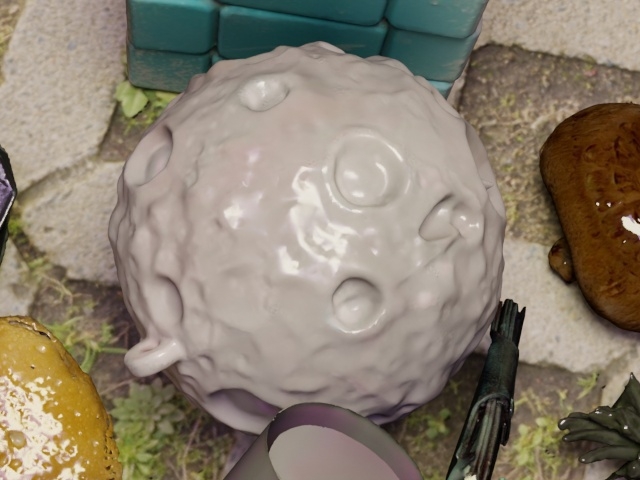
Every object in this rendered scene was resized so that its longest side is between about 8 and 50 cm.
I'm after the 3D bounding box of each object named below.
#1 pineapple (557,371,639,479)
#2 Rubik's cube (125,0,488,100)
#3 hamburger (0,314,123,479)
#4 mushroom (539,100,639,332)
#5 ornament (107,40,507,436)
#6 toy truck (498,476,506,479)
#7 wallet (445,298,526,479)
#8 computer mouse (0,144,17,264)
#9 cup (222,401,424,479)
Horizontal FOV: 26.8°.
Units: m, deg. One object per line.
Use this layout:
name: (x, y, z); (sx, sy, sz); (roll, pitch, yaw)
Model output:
pineapple: (0.372, 0.225, 1.200); (0.340, 0.169, 0.169); (19, 72, 9)
Rubik's cube: (-0.008, -0.321, 1.237); (0.322, 0.316, 0.318); (8, 72, -5)
hamburger: (-0.290, 0.180, 1.135); (0.244, 0.163, 0.244); (4, 73, -13)
mushroom: (0.310, -0.033, 1.270); (0.194, 0.138, 0.231); (-20, 76, -12)
ornament: (0.000, 0.000, 1.121); (0.337, 0.337, 0.337); (2, 73, -5)
toy truck: (0.132, 0.247, 1.201); (0.154, 0.080, 0.078); (5, 51, -4)
wallet: (0.124, 0.173, 1.085); (0.045, 0.318, 0.172); (17, 115, 9)
computer mouse: (-0.340, -0.009, 1.238); (0.106, 0.062, 0.192); (14, 78, -2)
cup: (-0.042, 0.271, 1.034); (0.203, 0.288, 0.203); (22, 31, -14)
